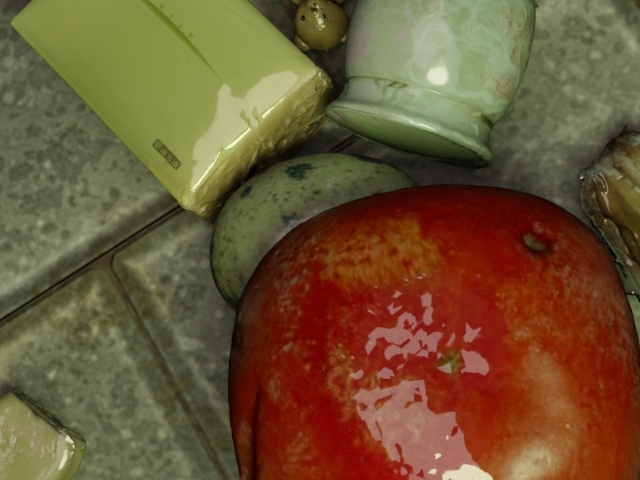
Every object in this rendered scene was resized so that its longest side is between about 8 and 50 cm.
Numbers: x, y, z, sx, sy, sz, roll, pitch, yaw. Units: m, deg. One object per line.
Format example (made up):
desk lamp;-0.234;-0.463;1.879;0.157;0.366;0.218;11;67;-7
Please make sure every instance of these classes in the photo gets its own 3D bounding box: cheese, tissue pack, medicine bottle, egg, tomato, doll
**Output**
cheese;-0.283;0.220;1.372;0.097;0.037;0.192;37;87;18
tissue pack;-0.117;-0.148;1.369;0.159;0.125;0.234;-44;74;1
medicine bottle;0.088;-0.140;1.312;0.147;0.147;0.143;17;85;15
egg;0.000;0.000;1.305;0.181;0.141;0.141;-25;74;3
tomato;0.090;0.099;1.141;0.338;0.144;0.338;1;72;-4
doll;0.000;-0.208;1.410;0.061;0.051;0.093;-3;48;12

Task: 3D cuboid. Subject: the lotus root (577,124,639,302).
lotus root;0.327;0.039;1.253;0.167;0.078;0.329;-35;58;-12
